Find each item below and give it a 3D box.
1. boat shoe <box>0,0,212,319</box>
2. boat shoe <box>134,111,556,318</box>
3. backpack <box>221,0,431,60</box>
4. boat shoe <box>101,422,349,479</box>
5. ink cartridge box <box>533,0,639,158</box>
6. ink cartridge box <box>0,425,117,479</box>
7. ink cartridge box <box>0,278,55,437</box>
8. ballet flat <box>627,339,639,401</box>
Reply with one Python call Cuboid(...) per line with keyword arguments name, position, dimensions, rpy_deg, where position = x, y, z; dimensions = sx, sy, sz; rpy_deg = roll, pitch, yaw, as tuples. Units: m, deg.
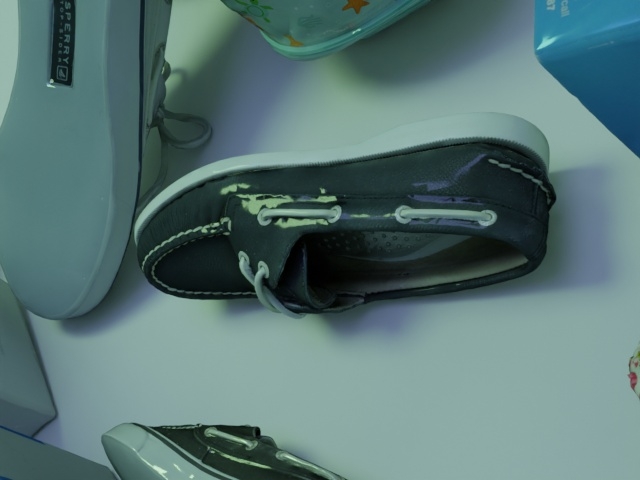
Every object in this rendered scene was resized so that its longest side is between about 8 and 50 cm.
Cuboid(name="boat shoe", position=(-0.164, -0.122, 0.905), dimensions=(0.136, 0.156, 0.367), rpy_deg=(14, 107, 28))
Cuboid(name="boat shoe", position=(0.000, 0.000, 0.730), dimensions=(0.303, 0.114, 0.091), rpy_deg=(-17, 52, 31))
Cuboid(name="backpack", position=(0.012, -0.252, 0.804), dimensions=(0.225, 0.191, 0.253), rpy_deg=(-28, 45, 26))
Cuboid(name="boat shoe", position=(-0.056, 0.156, 0.723), dimensions=(0.219, 0.077, 0.070), rpy_deg=(14, 41, 45))
Cuboid(name="ink cartridge box", position=(0.267, -0.161, 0.541), dimensions=(0.270, 0.197, 0.198), rpy_deg=(-10, 65, 36))
Cuboid(name="ink cartridge box", position=(-0.232, 0.234, 0.755), dimensions=(0.203, 0.148, 0.086), rpy_deg=(-53, 46, 1))
Cuboid(name="ink cartridge box", position=(-0.431, 0.104, 0.820), dimensions=(0.279, 0.385, 0.160), rpy_deg=(-41, 51, 12))
Cuboid(name="ballet flat", position=(0.200, 0.136, 0.539), dimensions=(0.077, 0.091, 0.241), rpy_deg=(130, 147, -48))
